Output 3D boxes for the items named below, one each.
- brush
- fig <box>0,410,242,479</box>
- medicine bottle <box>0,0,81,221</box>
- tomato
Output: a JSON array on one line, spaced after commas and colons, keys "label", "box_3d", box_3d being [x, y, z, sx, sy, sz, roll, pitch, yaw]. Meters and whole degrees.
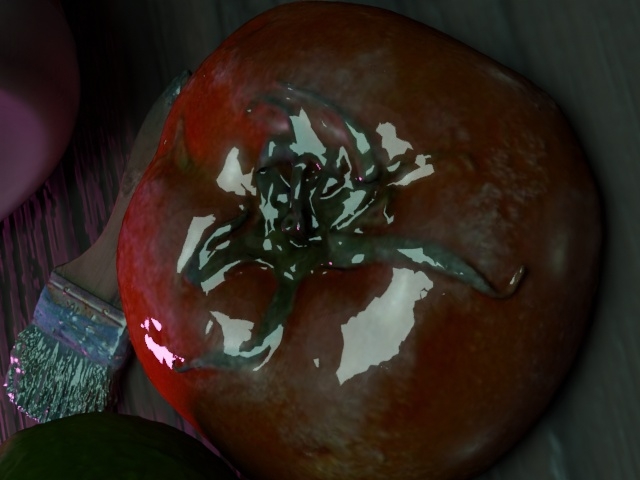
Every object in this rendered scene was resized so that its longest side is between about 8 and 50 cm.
[{"label": "brush", "box_3d": [-0.104, 0.005, 0.843, 0.070, 0.021, 0.196, 26, 97, 32]}, {"label": "fig", "box_3d": [-0.065, 0.190, 0.714, 0.235, 0.203, 0.203, 24, 98, -7]}, {"label": "medicine bottle", "box_3d": [-0.274, -0.155, 0.847, 0.245, 0.245, 0.306, -33, 66, 26]}, {"label": "tomato", "box_3d": [0.000, 0.000, 0.729, 0.236, 0.095, 0.237, -6, 78, 33]}]
